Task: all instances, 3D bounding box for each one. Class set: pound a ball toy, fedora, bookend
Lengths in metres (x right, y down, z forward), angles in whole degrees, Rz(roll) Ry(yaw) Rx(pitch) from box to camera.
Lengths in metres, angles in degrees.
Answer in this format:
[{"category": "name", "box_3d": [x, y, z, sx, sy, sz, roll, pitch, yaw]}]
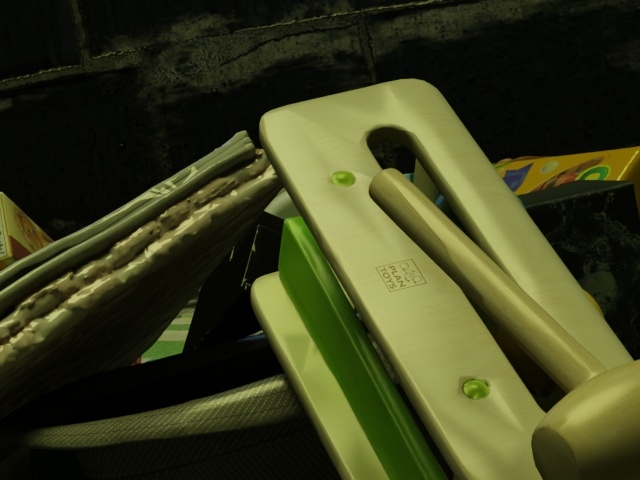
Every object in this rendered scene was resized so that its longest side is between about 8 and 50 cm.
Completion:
[{"category": "pound a ball toy", "box_3d": [0.084, 0.039, 0.823, 0.136, 0.208, 0.319, -13, 44, -19]}, {"category": "fedora", "box_3d": [-0.035, 0.125, 1.053, 0.275, 0.124, 0.244, -15, 4, 9]}, {"category": "bookend", "box_3d": [-0.045, 0.031, 1.538, 0.072, 0.157, 0.156, 24, -38, -13]}]

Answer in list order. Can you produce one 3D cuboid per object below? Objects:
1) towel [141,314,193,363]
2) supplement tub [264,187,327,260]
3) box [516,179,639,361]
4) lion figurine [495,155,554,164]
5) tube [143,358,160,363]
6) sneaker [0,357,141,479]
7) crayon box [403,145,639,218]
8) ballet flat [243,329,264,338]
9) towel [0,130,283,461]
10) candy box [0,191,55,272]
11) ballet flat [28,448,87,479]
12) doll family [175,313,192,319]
[{"category": "towel", "box_3d": [-0.116, 0.108, 1.821, 0.248, 0.038, 0.325, -3, 7, 42]}, {"category": "supplement tub", "box_3d": [0.000, 0.000, 2.097, 0.144, 0.144, 0.199, -10, 6, 5]}, {"category": "box", "box_3d": [0.149, 0.048, 1.309, 0.156, 0.158, 0.093, -13, 6, -18]}, {"category": "lion figurine", "box_3d": [0.210, -0.008, 1.778, 0.240, 0.142, 0.392, -1, 4, 14]}, {"category": "tube", "box_3d": [-0.171, 0.149, 1.481, 0.080, 0.052, 0.207, -35, -1, 24]}, {"category": "sneaker", "box_3d": [-0.208, 0.127, 1.360, 0.178, 0.072, 0.077, -50, 15, -27]}, {"category": "crayon box", "box_3d": [0.156, 0.021, 1.533, 0.323, 0.083, 0.203, -5, 36, 43]}, {"category": "ballet flat", "box_3d": [-0.028, 0.107, 1.414, 0.280, 0.095, 0.096, -11, -6, -1]}, {"category": "towel", "box_3d": [-0.194, 0.083, 1.133, 0.332, 0.053, 0.317, -35, -8, -38]}, {"category": "candy box", "box_3d": [-0.443, 0.066, 1.980, 0.316, 0.087, 0.183, -19, -26, 8]}, {"category": "ballet flat", "box_3d": [-0.092, 0.146, 1.278, 0.222, 0.076, 0.079, -10, -11, 12]}, {"category": "doll family", "box_3d": [-0.232, 0.086, 2.053, 0.193, 0.076, 0.111, -2, 5, 40]}]
